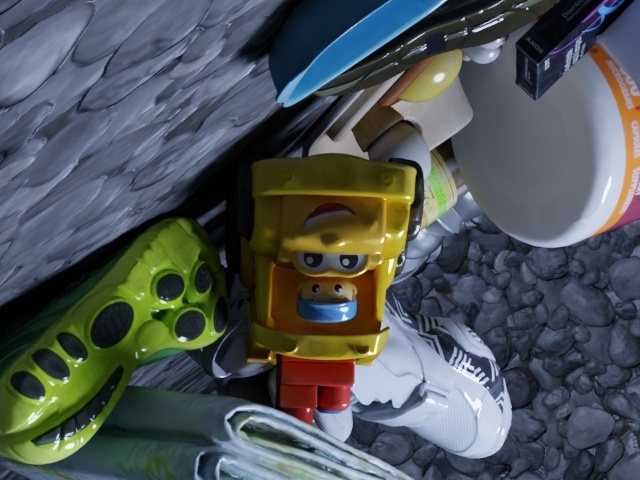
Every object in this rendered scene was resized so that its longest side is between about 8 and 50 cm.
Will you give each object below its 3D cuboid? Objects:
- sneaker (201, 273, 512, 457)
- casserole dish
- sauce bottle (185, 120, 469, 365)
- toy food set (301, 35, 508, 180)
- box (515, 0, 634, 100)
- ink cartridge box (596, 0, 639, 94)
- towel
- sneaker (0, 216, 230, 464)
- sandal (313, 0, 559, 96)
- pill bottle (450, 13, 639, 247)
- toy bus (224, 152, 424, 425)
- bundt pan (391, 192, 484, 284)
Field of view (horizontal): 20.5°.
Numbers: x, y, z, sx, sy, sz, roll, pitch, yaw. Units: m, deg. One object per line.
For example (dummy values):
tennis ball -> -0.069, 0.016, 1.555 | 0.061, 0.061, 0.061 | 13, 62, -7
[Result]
sneaker -> 0.029, 0.136, 1.632 | 0.137, 0.366, 0.210 | -13, -139, 42
casserole dish -> 0.037, -0.150, 1.097 | 0.188, 0.037, 0.114 | -37, 175, -23
sauce bottle -> 0.000, 0.000, 1.760 | 0.344, 0.111, 0.111 | -38, 175, -17
toy food set -> 0.133, -0.146, 1.479 | 0.220, 0.092, 0.306 | -34, 173, -39
box -> 0.217, -0.184, 1.383 | 0.162, 0.029, 0.116 | -43, 169, -1
ink cartridge box -> 0.296, -0.168, 1.413 | 0.092, 0.090, 0.143 | -48, 169, 31
towel -> -0.076, 0.203, 1.471 | 0.374, 0.320, 0.090 | -3, -118, 51
sneaker -> -0.174, 0.067, 1.343 | 0.123, 0.109, 0.295 | -8, -161, 36
sandal -> 0.084, -0.164, 1.232 | 0.219, 0.060, 0.090 | -24, 168, -2
pill bottle -> 0.341, -0.146, 1.762 | 0.392, 0.224, 0.224 | -19, 165, -33
toy bus -> -0.002, 0.045, 1.401 | 0.149, 0.211, 0.220 | 4, 167, -5
bundt pan -> 0.147, -0.062, 2.191 | 0.331, 0.124, 0.331 | -38, 174, -5
